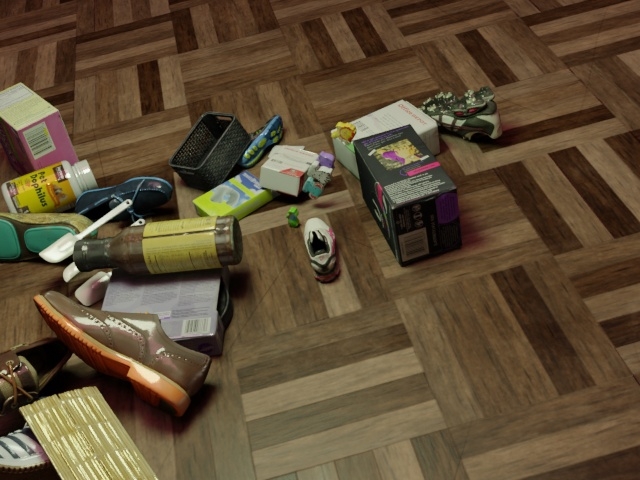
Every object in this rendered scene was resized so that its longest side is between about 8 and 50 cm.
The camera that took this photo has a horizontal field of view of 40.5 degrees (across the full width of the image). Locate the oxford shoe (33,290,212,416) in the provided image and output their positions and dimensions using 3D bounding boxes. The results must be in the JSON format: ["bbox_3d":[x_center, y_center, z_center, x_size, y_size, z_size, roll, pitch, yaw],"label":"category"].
[{"bbox_3d":[-0.372,0.184,1.628,0.364,0.130,0.132,31,64,10],"label":"oxford shoe"}]

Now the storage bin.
[{"bbox_3d":[-0.271,-0.221,2.140,0.122,0.084,0.180,12,62,39],"label":"storage bin"}]

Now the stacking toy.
[{"bbox_3d":[0.001,-0.143,1.939,0.052,0.221,0.167,30,48,0],"label":"stacking toy"}]

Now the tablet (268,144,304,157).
[{"bbox_3d":[-0.086,-0.224,2.200,0.083,0.006,0.054,3,42,19],"label":"tablet"}]

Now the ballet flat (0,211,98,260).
[{"bbox_3d":[-0.680,-0.016,2.040,0.349,0.123,0.123,2,41,18],"label":"ballet flat"}]

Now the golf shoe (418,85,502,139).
[{"bbox_3d":[0.325,-0.295,2.109,0.105,0.120,0.273,-39,23,-21],"label":"golf shoe"}]

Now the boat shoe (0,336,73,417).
[{"bbox_3d":[-0.565,0.251,1.565,0.123,0.123,0.342,-24,1,21],"label":"boat shoe"}]

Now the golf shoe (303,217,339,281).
[{"bbox_3d":[0.000,0.000,1.844,0.068,0.086,0.186,-16,38,-1],"label":"golf shoe"}]

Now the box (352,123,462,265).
[{"bbox_3d":[0.181,-0.103,1.854,0.143,0.165,0.270,-17,39,-6],"label":"box"}]

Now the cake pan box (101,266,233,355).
[{"bbox_3d":[-0.316,0.140,1.776,0.267,0.070,0.245,-9,41,5],"label":"cake pan box"}]

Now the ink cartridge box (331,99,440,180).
[{"bbox_3d":[0.157,-0.236,2.081,0.212,0.093,0.154,-27,42,-15],"label":"ink cartridge box"}]

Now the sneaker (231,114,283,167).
[{"bbox_3d":[-0.161,-0.262,2.213,0.078,0.067,0.188,22,56,31],"label":"sneaker"}]

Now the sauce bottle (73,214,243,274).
[{"bbox_3d":[-0.336,0.014,1.795,0.345,0.111,0.111,-4,40,9],"label":"sauce bottle"}]

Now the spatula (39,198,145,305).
[{"bbox_3d":[-0.475,0.021,1.934,0.168,0.019,0.242,44,61,13],"label":"spatula"}]

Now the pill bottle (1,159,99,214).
[{"bbox_3d":[-0.665,-0.123,2.146,0.215,0.117,0.117,-23,40,-13],"label":"pill bottle"}]

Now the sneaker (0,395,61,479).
[{"bbox_3d":[-0.534,0.360,1.508,0.282,0.099,0.153,-3,35,-24],"label":"sneaker"}]

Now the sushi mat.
[{"bbox_3d":[-0.373,0.370,1.460,0.151,0.019,0.316,-11,43,-41],"label":"sushi mat"}]

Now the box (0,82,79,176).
[{"bbox_3d":[-0.745,-0.262,2.258,0.117,0.213,0.243,-33,43,-24],"label":"box"}]

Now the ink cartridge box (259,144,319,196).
[{"bbox_3d":[-0.072,-0.165,2.050,0.099,0.056,0.135,17,32,14],"label":"ink cartridge box"}]

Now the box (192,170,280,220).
[{"bbox_3d":[-0.198,-0.100,2.052,0.178,0.042,0.109,-33,44,-22],"label":"box"}]

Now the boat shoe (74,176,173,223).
[{"bbox_3d":[-0.469,-0.078,2.072,0.258,0.109,0.089,-15,43,24],"label":"boat shoe"}]
